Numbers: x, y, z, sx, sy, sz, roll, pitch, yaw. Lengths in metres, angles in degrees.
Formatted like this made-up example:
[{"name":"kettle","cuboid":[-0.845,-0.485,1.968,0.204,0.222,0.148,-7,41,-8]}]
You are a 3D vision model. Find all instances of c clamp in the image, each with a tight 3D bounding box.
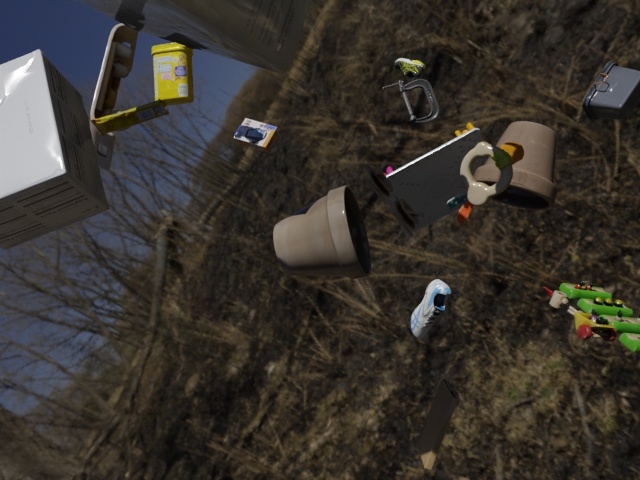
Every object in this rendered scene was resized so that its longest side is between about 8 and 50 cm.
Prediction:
[{"name":"c clamp","cuboid":[0.286,-0.428,1.713,0.137,0.160,0.022,-24,-9,2]}]

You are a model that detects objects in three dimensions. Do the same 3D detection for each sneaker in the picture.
[{"name":"sneaker","cuboid":[0.186,-0.366,1.187,0.083,0.031,0.035,25,92,50]},{"name":"sneaker","cuboid":[0.379,0.247,1.917,0.086,0.085,0.237,54,133,51]}]

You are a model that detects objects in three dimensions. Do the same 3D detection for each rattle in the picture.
[{"name":"rattle","cuboid":[0.404,-0.147,1.372,0.143,0.130,0.199,-47,-24,-58]}]

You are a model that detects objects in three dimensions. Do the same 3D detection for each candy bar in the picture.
[{"name":"candy bar","cuboid":[-0.381,-0.247,1.115,0.162,0.040,0.018,-15,39,9]}]

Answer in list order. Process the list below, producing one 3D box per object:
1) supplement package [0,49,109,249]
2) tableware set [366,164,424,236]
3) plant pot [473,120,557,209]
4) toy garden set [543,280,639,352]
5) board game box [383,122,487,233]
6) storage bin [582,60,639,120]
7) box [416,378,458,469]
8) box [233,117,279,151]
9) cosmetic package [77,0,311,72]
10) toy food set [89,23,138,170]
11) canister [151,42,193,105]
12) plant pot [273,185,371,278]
[{"name":"supplement package","cuboid":[-0.516,-0.153,0.960,0.204,0.261,0.145,-22,-23,0]},{"name":"tableware set","cuboid":[0.190,-0.111,1.395,0.039,0.194,0.128,-35,15,22]},{"name":"plant pot","cuboid":[0.633,-0.244,1.753,0.263,0.263,0.229,180,108,-81]},{"name":"toy garden set","cuboid":[0.570,0.139,1.136,0.244,0.204,0.049,-116,37,-64]},{"name":"board game box","cuboid":[0.430,-0.215,2.058,0.390,0.390,0.050,-28,54,9]},{"name":"storage bin","cuboid":[0.712,-0.356,1.334,0.135,0.098,0.091,-56,40,-1]},{"name":"box","cuboid":[0.311,0.487,1.486,0.164,0.021,0.201,-43,-25,-86]},{"name":"box","cuboid":[-0.206,-0.332,1.734,0.081,0.136,0.028,-63,-21,-18]},{"name":"cosmetic package","cuboid":[-0.235,-0.516,0.904,0.327,0.394,0.329,4,-72,-64]},{"name":"toy food set","cuboid":[-0.504,-0.353,1.384,0.220,0.093,0.305,148,131,-63]},{"name":"canister","cuboid":[-0.454,-0.510,1.714,0.073,0.126,0.169,1,-94,-77]},{"name":"plant pot","cuboid":[0.000,0.000,1.921,0.281,0.323,0.323,-15,22,13]}]
